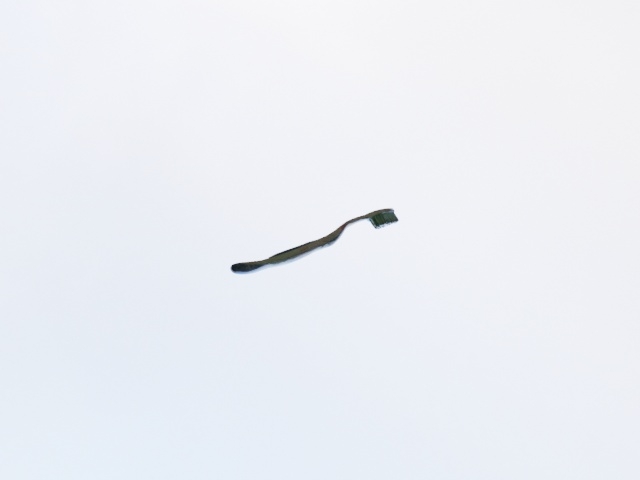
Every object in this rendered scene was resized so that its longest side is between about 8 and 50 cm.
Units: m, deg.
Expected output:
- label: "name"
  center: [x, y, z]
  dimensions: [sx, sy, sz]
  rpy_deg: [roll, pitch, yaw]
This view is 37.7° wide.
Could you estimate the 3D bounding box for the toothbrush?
- label: "toothbrush"
  center: [0.000, 0.000, 1.114]
  dimensions: [0.269, 0.021, 0.027]
  rpy_deg: [-20, -121, -40]
